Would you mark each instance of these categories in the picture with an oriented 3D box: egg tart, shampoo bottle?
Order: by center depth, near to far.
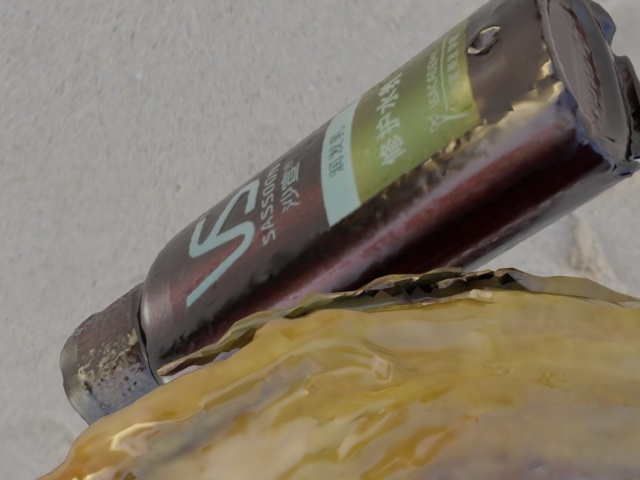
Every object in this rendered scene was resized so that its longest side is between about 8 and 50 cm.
[{"bbox_3d":[0.028,0.210,0.514,0.443,0.178,0.443,-6,108,-19],"label":"egg tart"},{"bbox_3d":[0.000,0.000,0.614,0.323,0.129,0.084,-33,125,31],"label":"shampoo bottle"}]
